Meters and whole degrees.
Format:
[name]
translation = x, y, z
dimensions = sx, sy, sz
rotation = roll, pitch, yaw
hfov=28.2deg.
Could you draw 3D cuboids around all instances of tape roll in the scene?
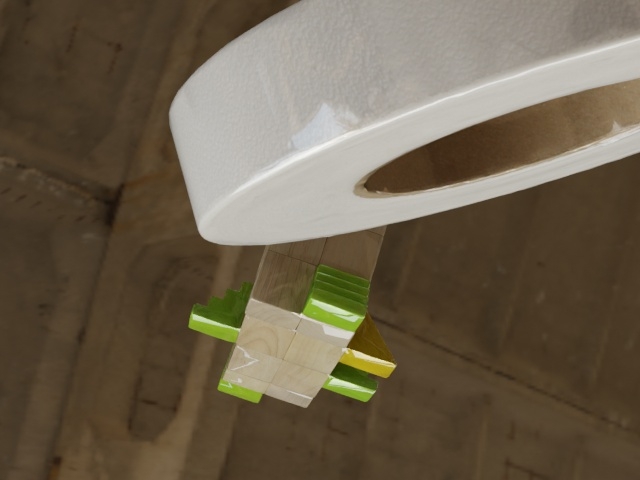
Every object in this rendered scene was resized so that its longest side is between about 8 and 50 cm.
[tape roll]
translation = 0.111, -0.086, 0.712
dimensions = 0.392, 0.392, 0.072
rotation = -11, -100, -37

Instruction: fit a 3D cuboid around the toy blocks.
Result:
[toy blocks]
translation = 0.000, 0.000, 1.267
dimensions = 0.191, 0.381, 0.261
rotation = 19, -112, -2
